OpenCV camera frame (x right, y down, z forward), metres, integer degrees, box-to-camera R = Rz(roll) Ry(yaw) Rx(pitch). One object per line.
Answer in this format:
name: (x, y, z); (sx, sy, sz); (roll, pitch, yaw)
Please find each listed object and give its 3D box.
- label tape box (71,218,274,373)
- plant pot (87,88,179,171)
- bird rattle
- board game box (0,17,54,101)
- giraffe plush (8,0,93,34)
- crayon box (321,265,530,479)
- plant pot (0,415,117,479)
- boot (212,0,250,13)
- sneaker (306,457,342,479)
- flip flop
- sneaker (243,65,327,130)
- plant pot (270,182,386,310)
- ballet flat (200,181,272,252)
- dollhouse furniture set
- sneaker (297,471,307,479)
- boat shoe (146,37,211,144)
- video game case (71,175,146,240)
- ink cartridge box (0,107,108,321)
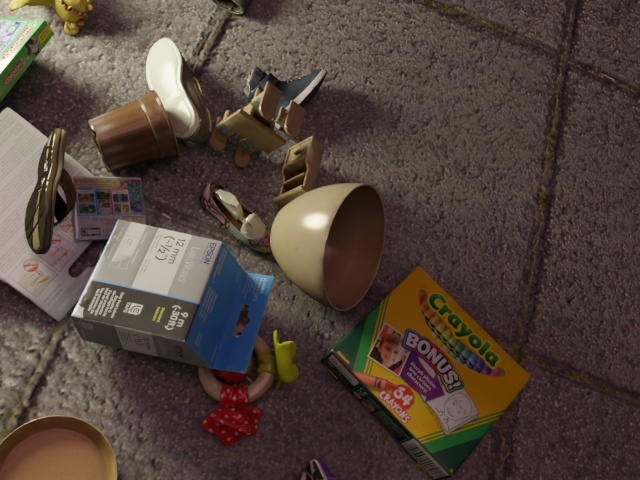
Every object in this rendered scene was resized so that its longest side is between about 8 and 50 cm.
label tape box: (-0.291, 0.112, 1.401); (0.348, 0.115, 0.249); (11, 54, 5)
plant pot: (-0.434, -0.243, 1.563); (0.165, 0.167, 0.167); (-22, 73, -16)
bird rattle: (-0.166, 0.290, 1.433); (0.207, 0.143, 0.253); (40, 74, 18)
board game box: (-0.773, -0.382, 1.530); (0.214, 0.046, 0.317); (11, 59, 22)
giraffe plush: (-0.647, -0.616, 1.680); (0.170, 0.181, 0.210); (26, 48, -28)
crayon box: (0.239, 0.290, 1.532); (0.363, 0.106, 0.313); (45, 62, 7)
plant pot: (-0.506, 0.452, 1.282); (0.236, 0.032, 0.236); (6, 65, -13)
boot: (-0.182, -0.713, 1.896); (0.190, 0.076, 0.208); (17, 54, 8)
sneaker: (0.036, 0.517, 1.403); (0.170, 0.068, 0.071); (52, 48, 1)
flip flop: (-0.554, -0.104, 1.427); (0.080, 0.112, 0.277); (20, 60, -39)
sneaker: (-0.097, -0.414, 1.774); (0.163, 0.086, 0.226); (40, 63, 1)
plant pot: (0.000, 0.000, 1.534); (0.191, 0.284, 0.284); (12, 56, 30)
ballet flat: (-0.189, -0.056, 1.584); (0.221, 0.079, 0.077); (40, 61, 4)
dollhouse furniture set: (-0.122, -0.211, 1.606); (0.242, 0.212, 0.161); (32, 56, -31)
sneaker: (-0.021, 0.534, 1.378); (0.067, 0.042, 0.118); (10, 71, -7)
boat shoe: (-0.348, -0.366, 1.677); (0.109, 0.091, 0.305); (-31, 64, 19)
video game case: (-0.470, -0.072, 1.509); (0.157, 0.019, 0.143); (-2, 78, -32)
ink cartridge box: (-0.630, -0.052, 1.473); (0.385, 0.091, 0.308); (41, 60, -14)
